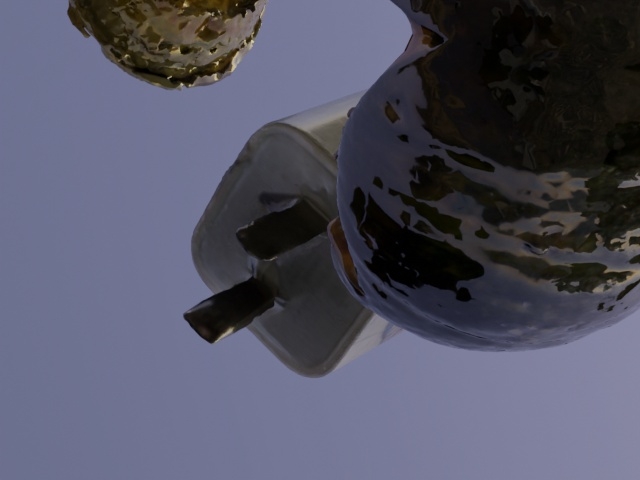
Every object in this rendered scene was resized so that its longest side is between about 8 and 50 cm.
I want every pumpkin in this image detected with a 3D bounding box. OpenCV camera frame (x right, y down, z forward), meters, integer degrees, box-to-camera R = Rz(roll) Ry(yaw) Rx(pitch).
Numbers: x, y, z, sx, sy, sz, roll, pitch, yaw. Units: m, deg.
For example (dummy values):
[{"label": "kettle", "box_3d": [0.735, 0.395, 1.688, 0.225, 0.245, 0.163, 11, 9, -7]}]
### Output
[{"label": "pumpkin", "box_3d": [0.066, -0.050, 0.507, 0.119, 0.107, 0.183, 0, -80, -18]}]

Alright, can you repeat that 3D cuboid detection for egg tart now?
[{"label": "egg tart", "box_3d": [-0.106, -0.222, 1.336, 0.212, 0.090, 0.212, 4, -97, -37]}]

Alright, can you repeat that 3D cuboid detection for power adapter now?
[{"label": "power adapter", "box_3d": [0.000, 0.000, 1.036, 0.125, 0.130, 0.205, 45, -144, 15]}]
